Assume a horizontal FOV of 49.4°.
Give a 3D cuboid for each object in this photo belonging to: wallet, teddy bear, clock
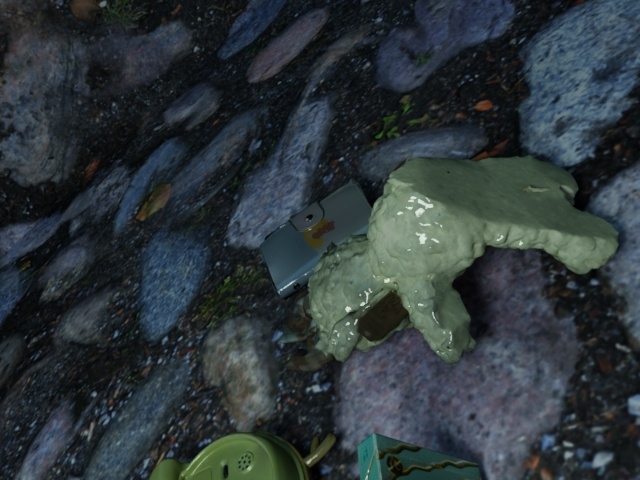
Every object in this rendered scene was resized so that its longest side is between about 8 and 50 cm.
[{"bbox_3d":[0.000,0.000,1.267,0.231,0.069,0.170,-33,41,4],"label":"wallet"},{"bbox_3d":[0.162,0.058,1.030,0.327,0.376,0.362,-104,25,-50],"label":"teddy bear"},{"bbox_3d":[-0.108,0.372,0.968,0.308,0.096,0.235,-30,38,15],"label":"clock"}]

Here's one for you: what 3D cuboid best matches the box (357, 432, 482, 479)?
[{"bbox_3d":[0.124,0.331,0.741,0.041,0.162,0.229,-50,30,33],"label":"box"}]
